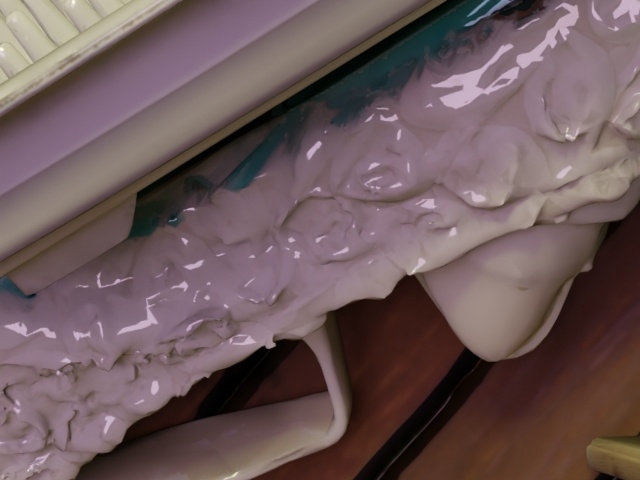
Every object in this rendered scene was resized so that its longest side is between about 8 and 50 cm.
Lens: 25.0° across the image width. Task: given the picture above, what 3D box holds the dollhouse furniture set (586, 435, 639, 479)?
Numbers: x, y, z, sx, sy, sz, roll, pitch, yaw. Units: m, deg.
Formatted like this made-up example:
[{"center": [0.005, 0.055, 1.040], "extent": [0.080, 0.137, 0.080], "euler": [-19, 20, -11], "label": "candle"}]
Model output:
[{"center": [0.023, 0.147, 0.433], "extent": [0.242, 0.212, 0.161], "euler": [-1, 87, -7], "label": "dollhouse furniture set"}]

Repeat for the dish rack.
[{"center": [-0.005, -0.112, 0.454], "extent": [0.332, 0.285, 0.072], "euler": [-30, 117, 14], "label": "dish rack"}]

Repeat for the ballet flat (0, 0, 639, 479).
[{"center": [0.000, 0.000, 0.506], "extent": [0.409, 0.147, 0.147], "euler": [-27, 78, 19], "label": "ballet flat"}]
